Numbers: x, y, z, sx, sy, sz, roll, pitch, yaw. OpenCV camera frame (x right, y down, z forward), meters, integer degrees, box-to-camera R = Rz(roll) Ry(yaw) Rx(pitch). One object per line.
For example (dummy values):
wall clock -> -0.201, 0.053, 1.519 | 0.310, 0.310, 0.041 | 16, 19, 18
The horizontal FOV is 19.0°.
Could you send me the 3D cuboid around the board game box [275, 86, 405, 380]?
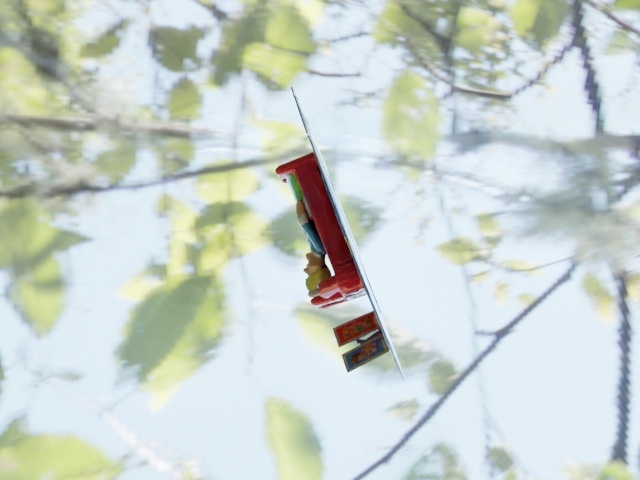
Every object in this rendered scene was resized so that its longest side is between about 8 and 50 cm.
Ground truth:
board game box -> 0.000, 0.000, 1.024 | 0.033, 0.168, 0.133 | -21, -51, 2
